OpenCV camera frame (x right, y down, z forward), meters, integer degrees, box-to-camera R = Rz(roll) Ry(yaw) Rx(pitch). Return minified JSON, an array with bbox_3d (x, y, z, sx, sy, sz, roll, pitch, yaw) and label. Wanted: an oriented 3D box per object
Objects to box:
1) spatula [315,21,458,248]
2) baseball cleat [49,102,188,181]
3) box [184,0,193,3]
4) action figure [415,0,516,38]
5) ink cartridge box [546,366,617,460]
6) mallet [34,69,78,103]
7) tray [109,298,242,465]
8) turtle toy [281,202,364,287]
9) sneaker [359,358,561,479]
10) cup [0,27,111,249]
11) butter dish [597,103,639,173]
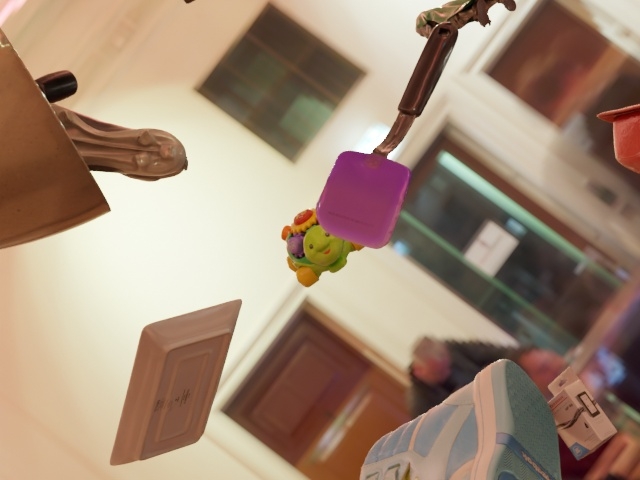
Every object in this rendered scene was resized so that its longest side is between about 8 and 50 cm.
[{"bbox_3d":[0.081,-0.119,1.585,0.030,0.084,0.296,85,-153,-53],"label":"spatula"},{"bbox_3d":[-0.250,-0.099,1.734,0.109,0.206,0.072,84,-159,-78],"label":"baseball cleat"},{"bbox_3d":[-0.119,-0.494,1.921,0.294,0.296,0.182,-14,29,47],"label":"box"},{"bbox_3d":[0.198,-0.324,2.237,0.137,0.063,0.232,-26,8,-18],"label":"action figure"},{"bbox_3d":[0.261,0.178,1.597,0.028,0.083,0.048,-21,-21,-38],"label":"ink cartridge box"},{"bbox_3d":[-0.396,-0.191,2.082,0.062,0.039,0.190,-27,10,-38],"label":"mallet"},{"bbox_3d":[-0.180,0.191,1.969,0.145,0.030,0.270,-14,-40,-32],"label":"tray"},{"bbox_3d":[0.000,0.000,1.718,0.095,0.066,0.130,-36,22,0],"label":"turtle toy"},{"bbox_3d":[0.126,0.267,1.507,0.208,0.127,0.319,-34,16,23],"label":"sneaker"},{"bbox_3d":[-0.422,-0.112,1.727,0.237,0.331,0.331,-32,-8,-8],"label":"cup"},{"bbox_3d":[0.479,-0.122,2.142,0.160,0.160,0.118,175,106,-67],"label":"butter dish"}]
